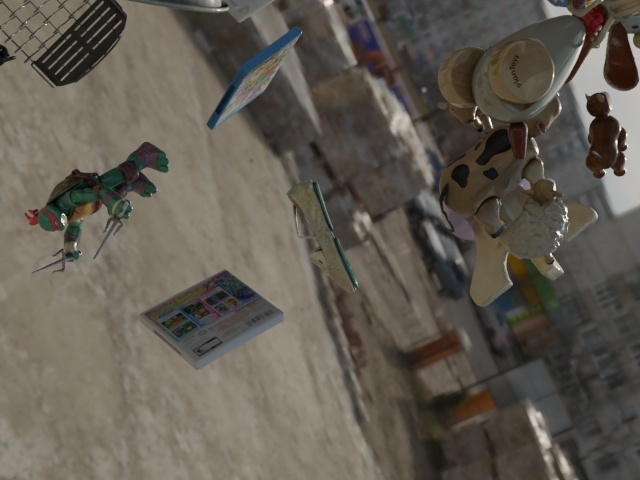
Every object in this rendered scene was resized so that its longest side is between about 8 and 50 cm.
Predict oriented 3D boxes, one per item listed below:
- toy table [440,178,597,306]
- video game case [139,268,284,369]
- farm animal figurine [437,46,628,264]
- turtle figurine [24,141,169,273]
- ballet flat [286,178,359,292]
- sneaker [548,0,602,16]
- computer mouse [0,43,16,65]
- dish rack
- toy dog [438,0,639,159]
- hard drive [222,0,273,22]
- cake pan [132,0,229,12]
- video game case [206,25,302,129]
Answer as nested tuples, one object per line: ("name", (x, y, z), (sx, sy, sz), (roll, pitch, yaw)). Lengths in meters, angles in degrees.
("toy table", (0.333, -0.021, 1.886), (0.274, 0.252, 0.161), (8, 44, -51))
("video game case", (-0.155, 0.110, 1.568), (0.143, 0.157, 0.019), (33, -41, 39))
("farm animal figurine", (0.287, -0.159, 1.688), (0.330, 0.327, 0.172), (26, -16, 38))
("turtle figurine", (-0.329, -0.051, 1.590), (0.234, 0.175, 0.118), (-42, 103, -38))
("ballet flat", (0.000, 0.000, 1.481), (0.057, 0.052, 0.168), (55, 14, -79))
("sneaker", (0.237, -0.258, 1.016), (0.069, 0.084, 0.185), (39, 15, 28))
("computer mouse", (-0.450, -0.163, 1.176), (0.262, 0.184, 0.060), (-87, 160, -65))
("dish rack", (-0.464, -0.389, 1.799), (0.271, 0.208, 0.074), (46, 20, -12))
("toy dog", (0.333, -0.224, 1.475), (0.220, 0.333, 0.161), (-105, 174, -75))
("hard drive", (-0.043, -0.476, 1.728), (0.040, 0.307, 0.203), (63, 10, 20))
("cake pan", (-0.255, -0.347, 1.388), (0.293, 0.293, 0.054), (-84, -174, -74))
("video game case", (-0.096, -0.229, 1.561), (0.015, 0.119, 0.166), (47, -32, 1))
